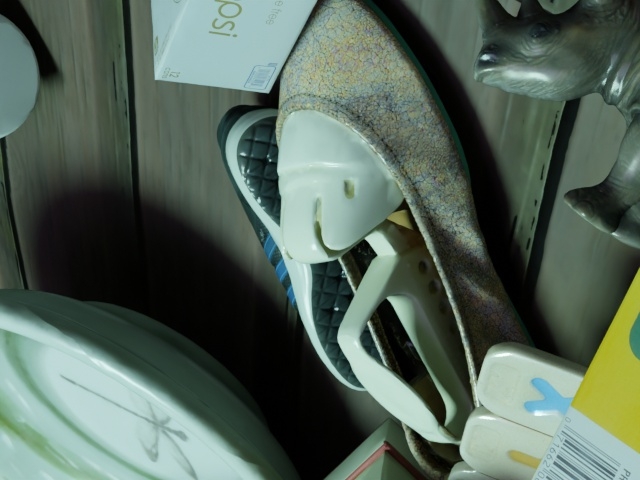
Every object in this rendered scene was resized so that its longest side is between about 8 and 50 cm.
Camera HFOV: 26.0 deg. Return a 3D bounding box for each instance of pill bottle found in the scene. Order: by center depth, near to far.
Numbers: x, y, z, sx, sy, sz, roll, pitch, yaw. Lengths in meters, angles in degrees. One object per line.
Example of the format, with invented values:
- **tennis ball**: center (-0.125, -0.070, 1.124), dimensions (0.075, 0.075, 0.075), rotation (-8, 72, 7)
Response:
- **pill bottle**: center (-0.309, -0.115, 1.078), dimensions (0.208, 0.119, 0.119), rotation (-5, 118, 53)

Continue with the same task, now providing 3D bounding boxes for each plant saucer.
- **plant saucer**: center (-0.154, 0.155, 1.129), dimensions (0.400, 0.100, 0.400), rotation (23, 146, 16)

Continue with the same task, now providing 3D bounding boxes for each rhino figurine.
- **rhino figurine**: center (0.160, -0.043, 0.604), dimensions (0.243, 0.073, 0.106), rotation (43, 102, 13)

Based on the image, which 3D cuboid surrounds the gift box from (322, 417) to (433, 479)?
- **gift box**: center (0.019, 0.294, 0.870), dimensions (0.276, 0.258, 0.255), rotation (-40, 97, 15)

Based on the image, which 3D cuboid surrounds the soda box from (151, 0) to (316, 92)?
- **soda box**: center (-0.029, -0.166, 0.700), dimensions (0.216, 0.069, 0.074), rotation (125, 144, -54)

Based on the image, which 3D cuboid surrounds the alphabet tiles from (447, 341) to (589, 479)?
- **alphabet tiles**: center (0.204, 0.153, 0.727), dimensions (0.278, 0.021, 0.284), rotation (20, 140, 10)

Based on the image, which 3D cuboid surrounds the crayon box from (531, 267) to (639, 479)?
- **crayon box**: center (0.201, 0.031, 0.478), dimensions (0.165, 0.081, 0.278), rotation (35, 107, 38)

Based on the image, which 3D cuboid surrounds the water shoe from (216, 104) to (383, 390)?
- **water shoe**: center (0.000, 0.000, 0.882), dimensions (0.203, 0.073, 0.080), rotation (65, 171, -22)

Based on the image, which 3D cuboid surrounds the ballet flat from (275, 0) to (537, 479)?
- **ballet flat**: center (0.040, 0.007, 0.784), dimensions (0.107, 0.106, 0.316), rotation (-5, 118, 54)
